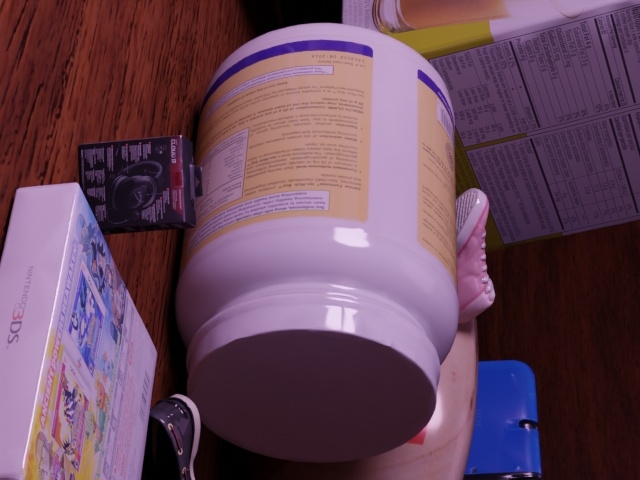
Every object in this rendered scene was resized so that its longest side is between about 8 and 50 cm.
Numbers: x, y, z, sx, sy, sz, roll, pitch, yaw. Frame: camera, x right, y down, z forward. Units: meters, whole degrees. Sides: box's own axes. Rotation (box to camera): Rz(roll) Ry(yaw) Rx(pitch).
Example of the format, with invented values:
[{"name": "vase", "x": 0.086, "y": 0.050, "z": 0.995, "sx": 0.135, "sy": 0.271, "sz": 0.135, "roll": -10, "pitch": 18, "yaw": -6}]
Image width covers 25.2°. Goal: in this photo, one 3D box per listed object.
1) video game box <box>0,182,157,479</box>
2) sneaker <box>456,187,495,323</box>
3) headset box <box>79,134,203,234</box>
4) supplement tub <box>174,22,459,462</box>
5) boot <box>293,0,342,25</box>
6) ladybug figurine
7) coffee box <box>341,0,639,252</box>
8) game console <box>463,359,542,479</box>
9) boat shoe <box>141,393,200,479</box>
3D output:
[{"name": "video game box", "x": -0.152, "y": 0.102, "z": 0.865, "sx": 0.187, "sy": 0.048, "sz": 0.205, "roll": 78, "pitch": 11, "yaw": -50}, {"name": "sneaker", "x": 0.139, "y": 0.019, "z": 1.330, "sx": 0.134, "sy": 0.070, "sz": 0.051, "roll": -65, "pitch": -161, "yaw": 18}, {"name": "headset box", "x": -0.123, "y": -0.038, "z": 0.994, "sx": 0.032, "sy": 0.083, "sz": 0.062, "roll": 34, "pitch": 52, "yaw": -78}, {"name": "supplement tub", "x": 0.000, "y": 0.000, "z": 1.252, "sx": 0.241, "sy": 0.241, "sz": 0.331, "roll": 75, "pitch": 14, "yaw": -50}, {"name": "boot", "x": 0.010, "y": -0.206, "z": 1.792, "sx": 0.367, "sy": 0.146, "sz": 0.445, "roll": 71, "pitch": 21, "yaw": -52}, {"name": "ladybug figurine", "x": 0.030, "y": 0.161, "z": 1.441, "sx": 0.305, "sy": 0.162, "sz": 0.449, "roll": -53, "pitch": -158, "yaw": 37}, {"name": "coffee box", "x": 0.236, "y": -0.231, "z": 1.649, "sx": 0.338, "sy": 0.334, "sz": 0.337, "roll": 61, "pitch": 23, "yaw": -45}, {"name": "game console", "x": 0.113, "y": 0.292, "z": 1.671, "sx": 0.173, "sy": 0.293, "sz": 0.250, "roll": 76, "pitch": 13, "yaw": -52}, {"name": "boat shoe", "x": -0.116, "y": 0.183, "z": 1.081, "sx": 0.042, "sy": 0.049, "sz": 0.133, "roll": -23, "pitch": 119, "yaw": -51}]
